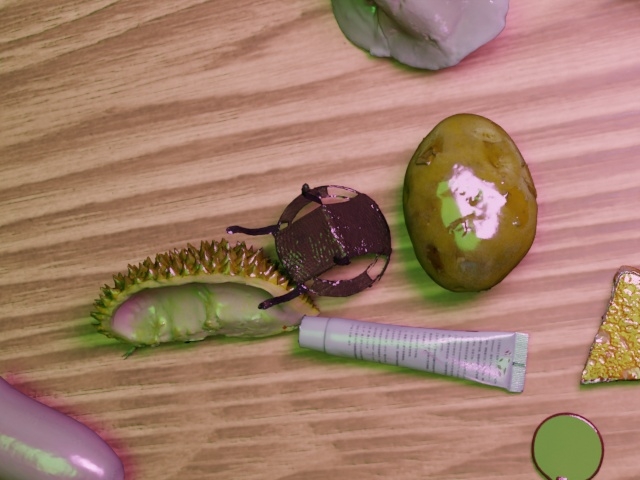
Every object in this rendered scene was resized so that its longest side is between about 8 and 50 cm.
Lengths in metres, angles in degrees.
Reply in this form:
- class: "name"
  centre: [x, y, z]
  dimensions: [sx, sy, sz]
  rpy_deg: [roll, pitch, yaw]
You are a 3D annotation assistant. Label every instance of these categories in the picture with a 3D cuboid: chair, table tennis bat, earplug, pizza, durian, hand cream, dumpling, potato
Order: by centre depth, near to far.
- class: "pizza"
  centre: [0.433, 0.147, 1.296]
  dimensions: [0.185, 0.036, 0.176]
  rpy_deg: [42, 102, 15]
- class: "table tennis bat"
  centre: [0.338, 0.316, 1.328]
  dimensions: [0.098, 0.019, 0.154]
  rpy_deg: [9, 87, 19]
- class: "potato"
  centre: [0.207, -0.051, 1.333]
  dimensions: [0.186, 0.148, 0.253]
  rpy_deg: [6, 80, 4]
- class: "dumpling"
  centre: [0.125, -0.405, 1.366]
  dimensions: [0.212, 0.270, 0.320]
  rpy_deg: [-17, 55, -4]
- class: "chair"
  centre: [0.000, 0.000, 1.381]
  dimensions: [0.149, 0.213, 0.174]
  rpy_deg: [-32, 76, 30]
- class: "hand cream"
  centre: [0.130, 0.156, 1.387]
  dimensions: [0.331, 0.058, 0.085]
  rpy_deg: [7, 92, 17]
- class: "durian"
  centre: [-0.196, 0.091, 1.462]
  dimensions: [0.356, 0.157, 0.169]
  rpy_deg: [-12, 99, 18]
- class: "earplug"
  centre: [-0.451, 0.334, 1.538]
  dimensions: [0.301, 0.172, 0.172]
  rpy_deg: [19, 93, 13]
